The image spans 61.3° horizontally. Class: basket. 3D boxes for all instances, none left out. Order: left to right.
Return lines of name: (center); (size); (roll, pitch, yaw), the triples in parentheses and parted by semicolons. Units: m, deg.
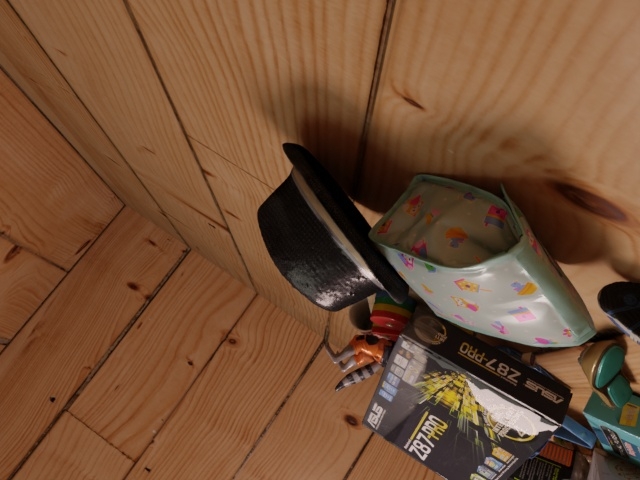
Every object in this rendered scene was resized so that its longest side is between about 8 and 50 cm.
basket: (0.432, 0.357, 1.211); (0.255, 0.201, 0.289); (38, 171, -3)

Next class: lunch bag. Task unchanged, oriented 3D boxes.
lunch bag: (0.232, 0.035, 0.756); (0.223, 0.160, 0.262); (45, 168, -30)

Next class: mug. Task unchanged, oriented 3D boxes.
mug: (0.173, 0.256, 1.637); (0.150, 0.113, 0.169); (33, 169, 30)

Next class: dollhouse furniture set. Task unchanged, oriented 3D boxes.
dollhouse furniture set: (0.400, 0.166, 0.963); (0.081, 0.091, 0.114); (3, 145, 35)

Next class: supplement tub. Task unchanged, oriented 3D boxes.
supplement tub: (0.542, 0.597, 1.384); (0.316, 0.193, 0.193); (16, 158, 27)

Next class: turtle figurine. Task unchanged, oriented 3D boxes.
turtle figurine: (0.708, 0.550, 1.434); (0.269, 0.087, 0.217); (48, 154, -15)

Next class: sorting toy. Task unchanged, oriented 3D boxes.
sorting toy: (0.223, 0.181, 1.205); (0.256, 0.089, 0.257); (12, 159, 14)

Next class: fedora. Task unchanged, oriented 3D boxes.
fedora: (0.000, 0.000, 0.921); (0.334, 0.152, 0.334); (50, -171, -11)

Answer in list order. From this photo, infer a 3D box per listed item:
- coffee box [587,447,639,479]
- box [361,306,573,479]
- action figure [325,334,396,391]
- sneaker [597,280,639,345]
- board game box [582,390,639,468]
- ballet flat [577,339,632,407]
coffee box: (0.718, 0.553, 1.157); (0.247, 0.098, 0.141); (9, -163, 20)
box: (0.275, 0.351, 1.122); (0.318, 0.097, 0.394); (31, 139, 17)
action figure: (0.203, 0.334, 1.525); (0.330, 0.178, 0.341); (-8, 144, 9)
sneaker: (0.457, 0.131, 0.711); (0.211, 0.080, 0.081); (34, 162, 8)
board game box: (0.710, 0.416, 1.034); (0.336, 0.079, 0.254); (19, 159, 46)
ballet flat: (0.490, 0.228, 0.952); (0.073, 0.080, 0.232); (41, 173, 48)
